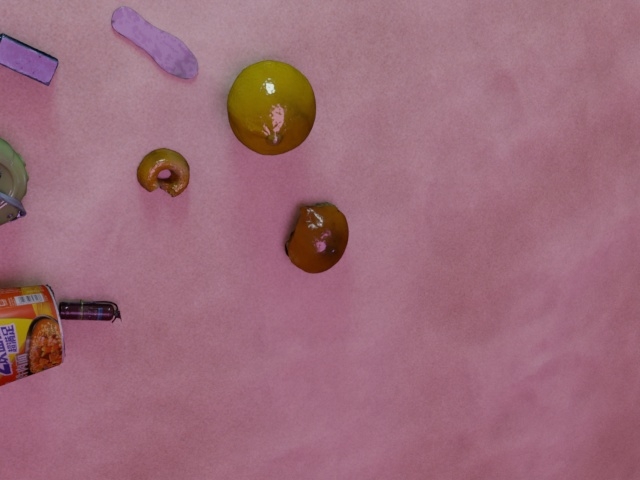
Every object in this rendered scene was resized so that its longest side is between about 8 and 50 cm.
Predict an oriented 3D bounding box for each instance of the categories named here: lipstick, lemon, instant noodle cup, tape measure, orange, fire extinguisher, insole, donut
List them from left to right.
[{"bbox_3d":[-0.607,-0.356,1.296,0.312,0.051,0.051,23,103,-30],"label":"lipstick"},{"bbox_3d":[-0.618,-0.105,1.368,0.200,0.106,0.175,11,108,-39],"label":"tape measure"},{"bbox_3d":[-0.598,0.180,1.470,0.174,0.213,0.213,-11,118,-29],"label":"instant noodle cup"},{"bbox_3d":[-0.480,0.149,1.601,0.132,0.039,0.056,5,120,-27],"label":"fire extinguisher"},{"bbox_3d":[-0.312,-0.374,1.451,0.193,0.006,0.065,32,97,-33],"label":"insole"},{"bbox_3d":[-0.313,-0.135,1.544,0.108,0.043,0.097,5,112,-32],"label":"donut"},{"bbox_3d":[-0.095,-0.258,1.498,0.178,0.203,0.178,-5,136,-5],"label":"lemon"},{"bbox_3d":[0.000,0.000,1.722,0.160,0.112,0.170,-31,134,-10],"label":"orange"}]
